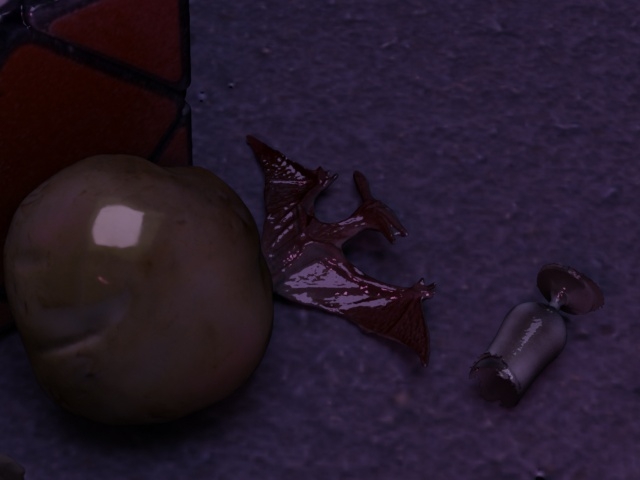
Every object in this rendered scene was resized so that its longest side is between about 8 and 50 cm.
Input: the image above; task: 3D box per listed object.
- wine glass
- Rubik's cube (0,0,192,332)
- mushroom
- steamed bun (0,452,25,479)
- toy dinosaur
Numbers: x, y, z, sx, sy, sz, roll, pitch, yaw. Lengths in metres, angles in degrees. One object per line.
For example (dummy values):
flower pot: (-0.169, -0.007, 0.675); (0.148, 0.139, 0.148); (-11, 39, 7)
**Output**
wine glass: (0.114, 0.052, 0.814); (0.042, 0.039, 0.083); (22, 51, 28)
Rubik's cube: (-0.207, -0.088, 0.820); (0.207, 0.205, 0.205); (-32, 56, -27)
mushroom: (-0.091, 0.024, 0.776); (0.148, 0.148, 0.112); (-18, 6, -19)
steamed bun: (-0.299, 0.175, 0.462); (0.456, 0.371, 0.289); (2, 63, 4)
toy dinosaur: (0.000, 0.001, 0.864); (0.108, 0.032, 0.220); (-23, 49, -19)
